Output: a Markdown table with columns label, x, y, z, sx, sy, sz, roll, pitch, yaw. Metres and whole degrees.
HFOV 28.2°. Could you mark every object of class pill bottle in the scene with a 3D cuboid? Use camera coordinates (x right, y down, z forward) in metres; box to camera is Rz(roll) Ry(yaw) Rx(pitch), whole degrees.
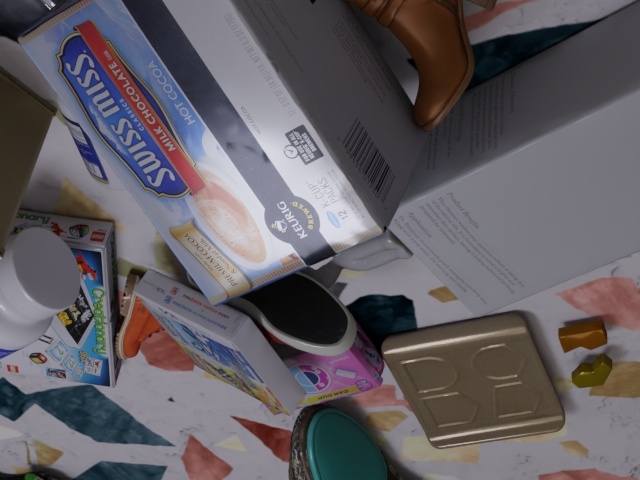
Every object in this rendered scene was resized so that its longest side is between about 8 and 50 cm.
| label | x | y | z | sx | sy | sz | roll | pitch | yaw |
| --- | --- | --- | --- | --- | --- | --- | --- | --- | --- |
| pill bottle | -0.239 | -0.155 | 1.453 | 0.112 | 0.112 | 0.187 | -1 | 143 | 10 |
| pill bottle | -0.440 | 0.083 | 1.638 | 0.272 | 0.152 | 0.152 | -24 | 127 | 31 |

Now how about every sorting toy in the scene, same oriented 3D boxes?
| label | x | y | z | sx | sy | sz | roll | pitch | yaw |
| --- | --- | --- | --- | --- | --- | --- | --- | --- | --- |
| sorting toy | 0.264 | 0.190 | 1.802 | 0.307 | 0.041 | 0.229 | -12 | 128 | 20 |

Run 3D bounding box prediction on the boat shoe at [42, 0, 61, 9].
| label | x | y | z | sx | sy | sz | roll | pitch | yaw |
| --- | --- | --- | --- | --- | --- | --- | --- | --- | --- |
| boat shoe | -0.288 | -0.254 | 1.432 | 0.035 | 0.035 | 0.100 | -31 | 130 | 30 |

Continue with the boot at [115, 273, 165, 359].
| label | x | y | z | sx | sy | sz | roll | pitch | yaw |
| --- | --- | --- | --- | --- | --- | --- | --- | --- | --- |
| boot | -0.243 | 0.117 | 1.788 | 0.084 | 0.059 | 0.158 | 11 | 135 | -10 |

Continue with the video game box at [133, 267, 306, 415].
| label | x | y | z | sx | sy | sz | roll | pitch | yaw |
| --- | --- | --- | --- | --- | --- | --- | --- | --- | --- |
| video game box | -0.133 | 0.136 | 1.690 | 0.187 | 0.048 | 0.205 | 25 | 159 | 37 |

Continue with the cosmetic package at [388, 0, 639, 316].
| label | x | y | z | sx | sy | sz | roll | pitch | yaw |
| --- | --- | --- | --- | --- | --- | --- | --- | --- | --- |
| cosmetic package | 0.278 | -0.087 | 1.432 | 0.385 | 0.156 | 0.217 | -25 | 127 | 28 |

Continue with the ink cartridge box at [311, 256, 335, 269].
| label | x | y | z | sx | sy | sz | roll | pitch | yaw |
| --- | --- | --- | --- | --- | --- | --- | --- | --- | --- |
| ink cartridge box | 0.000 | 0.000 | 1.529 | 0.048 | 0.028 | 0.083 | 29 | 144 | -19 |

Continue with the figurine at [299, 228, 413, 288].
| label | x | y | z | sx | sy | sz | roll | pitch | yaw |
| --- | --- | --- | --- | --- | --- | --- | --- | --- | --- |
| figurine | -0.006 | -0.020 | 1.601 | 0.215 | 0.092 | 0.209 | 37 | 137 | -27 |

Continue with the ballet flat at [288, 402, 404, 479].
| label | x | y | z | sx | sy | sz | roll | pitch | yaw |
| --- | --- | --- | --- | --- | --- | --- | --- | --- | --- |
| ballet flat | 0.064 | 0.415 | 1.991 | 0.182 | 0.164 | 0.483 | -8 | 139 | 45 |

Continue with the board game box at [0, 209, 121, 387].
| label | x | y | z | sx | sy | sz | roll | pitch | yaw |
| --- | --- | --- | --- | --- | --- | --- | --- | --- | --- |
| board game box | -0.381 | 0.084 | 1.775 | 0.193 | 0.053 | 0.305 | 8 | 136 | 2 |

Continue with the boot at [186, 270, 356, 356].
| label | x | y | z | sx | sy | sz | roll | pitch | yaw |
| --- | --- | --- | --- | --- | --- | --- | --- | --- | --- |
| boot | -0.049 | 0.110 | 1.678 | 0.244 | 0.088 | 0.176 | 23 | 156 | 25 |

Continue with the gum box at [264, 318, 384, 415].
| label | x | y | z | sx | sy | sz | roll | pitch | yaw |
| --- | --- | --- | --- | --- | --- | --- | --- | --- | --- |
| gum box | -0.011 | 0.174 | 1.804 | 0.188 | 0.062 | 0.107 | -18 | 130 | 25 |

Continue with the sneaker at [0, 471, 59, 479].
| label | x | y | z | sx | sy | sz | roll | pitch | yaw |
| --- | --- | --- | --- | --- | --- | --- | --- | --- | --- |
| sneaker | -0.430 | 0.463 | 2.113 | 0.343 | 0.134 | 0.146 | 3 | 135 | 7 |

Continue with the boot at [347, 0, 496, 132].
| label | x | y | z | sx | sy | sz | roll | pitch | yaw |
| --- | --- | --- | --- | --- | --- | --- | --- | --- | --- |
| boot | 0.090 | -0.225 | 1.328 | 0.152 | 0.073 | 0.197 | 18 | 92 | -17 |

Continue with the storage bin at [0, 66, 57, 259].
| label | x | y | z | sx | sy | sz | roll | pitch | yaw |
| --- | --- | --- | --- | --- | --- | --- | --- | --- | --- |
| storage bin | -0.459 | -0.109 | 1.441 | 0.123 | 0.262 | 0.260 | -32 | 123 | 33 |

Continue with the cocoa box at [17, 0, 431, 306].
| label | x | y | z | sx | sy | sz | roll | pitch | yaw |
| --- | --- | --- | --- | --- | --- | --- | --- | --- | --- |
| cocoa box | -0.086 | -0.155 | 1.303 | 0.228 | 0.231 | 0.347 | -24 | 111 | 29 |
